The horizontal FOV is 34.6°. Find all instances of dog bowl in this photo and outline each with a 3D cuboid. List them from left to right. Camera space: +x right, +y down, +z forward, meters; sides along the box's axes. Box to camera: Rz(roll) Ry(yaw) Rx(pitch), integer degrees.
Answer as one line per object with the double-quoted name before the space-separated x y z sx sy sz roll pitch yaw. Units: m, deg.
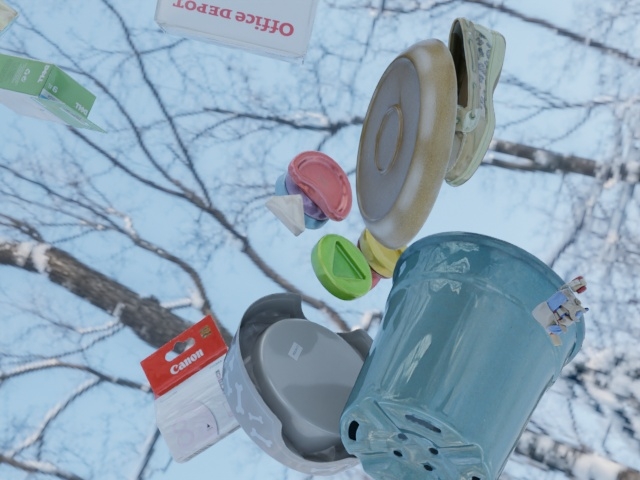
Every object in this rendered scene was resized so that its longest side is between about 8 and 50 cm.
"dog bowl" -0.019 0.258 1.814 0.348 0.349 0.102 -9 -33 -50

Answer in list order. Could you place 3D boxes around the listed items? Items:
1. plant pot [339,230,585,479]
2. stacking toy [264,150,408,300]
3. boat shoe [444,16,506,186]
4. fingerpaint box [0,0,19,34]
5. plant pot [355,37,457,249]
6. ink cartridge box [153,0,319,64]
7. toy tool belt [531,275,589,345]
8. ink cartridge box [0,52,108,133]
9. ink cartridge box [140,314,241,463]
"plant pot" 0.208 0.221 1.646 0.334 0.341 0.341 -56 -38 -38
"stacking toy" 0.000 0.000 1.955 0.309 0.130 0.279 51 -145 -1
"boat shoe" 0.226 -0.225 1.670 0.089 0.104 0.285 22 -113 -25
"fingerpaint box" -0.560 -0.263 1.108 0.371 0.445 0.163 38 -76 -19
"plant pot" 0.085 -0.108 1.130 0.032 0.236 0.236 9 -81 -16
"ink cartridge box" -0.091 -0.403 1.391 0.121 0.211 0.289 -126 49 -86
"toy tool belt" 0.297 0.086 1.230 0.052 0.051 0.083 -6 -33 -48
"ink cartridge box" -0.426 -0.231 1.597 0.109 0.209 0.062 40 -111 -56
"ink cartridge box" -0.247 0.286 2.002 0.189 0.232 0.066 -34 -17 9
